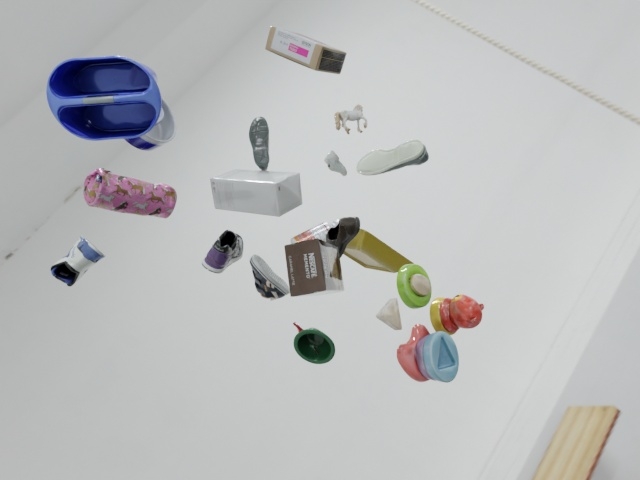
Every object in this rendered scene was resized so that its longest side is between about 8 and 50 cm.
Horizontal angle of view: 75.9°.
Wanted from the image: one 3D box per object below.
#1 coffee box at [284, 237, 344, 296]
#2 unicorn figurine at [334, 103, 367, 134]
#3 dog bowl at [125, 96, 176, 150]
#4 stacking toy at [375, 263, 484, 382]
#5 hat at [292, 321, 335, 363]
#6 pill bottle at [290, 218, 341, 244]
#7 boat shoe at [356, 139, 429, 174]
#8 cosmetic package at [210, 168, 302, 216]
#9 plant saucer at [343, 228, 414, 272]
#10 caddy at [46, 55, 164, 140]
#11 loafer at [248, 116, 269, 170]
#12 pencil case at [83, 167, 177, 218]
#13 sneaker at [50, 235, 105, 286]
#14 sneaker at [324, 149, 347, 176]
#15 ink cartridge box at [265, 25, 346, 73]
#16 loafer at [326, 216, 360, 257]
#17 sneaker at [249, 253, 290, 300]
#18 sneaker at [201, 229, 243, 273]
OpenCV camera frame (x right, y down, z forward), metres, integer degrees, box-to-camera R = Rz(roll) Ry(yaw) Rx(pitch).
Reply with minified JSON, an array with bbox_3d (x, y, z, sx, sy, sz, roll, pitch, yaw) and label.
[{"bbox_3d":[-0.010,0.083,1.162,0.098,0.141,0.246,-11,-8,13],"label":"coffee box"},{"bbox_3d":[0.119,-0.435,1.455,0.161,0.111,0.060,-6,-18,-37],"label":"unicorn figurine"},{"bbox_3d":[-0.762,-0.528,1.774,0.104,0.265,0.265,-20,7,27],"label":"dog bowl"},{"bbox_3d":[0.317,0.212,1.128,0.130,0.280,0.309,-21,22,47],"label":"stacking toy"},{"bbox_3d":[-0.020,0.409,1.796,0.173,0.208,0.183,-58,1,25],"label":"hat"},{"bbox_3d":[0.000,0.000,1.617,0.216,0.121,0.121,-26,-16,-10],"label":"pill bottle"},{"bbox_3d":[0.298,-0.326,1.712,0.099,0.319,0.116,26,-119,-45],"label":"boat shoe"},{"bbox_3d":[-0.284,-0.220,1.820,0.197,0.365,0.155,-34,-53,-51],"label":"cosmetic package"},{"bbox_3d":[0.209,0.055,1.910,0.332,0.332,0.081,5,65,61],"label":"plant saucer"},{"bbox_3d":[-0.665,-0.446,1.293,0.179,0.340,0.242,-99,5,-69],"label":"caddy"},{"bbox_3d":[-0.285,-0.453,1.940,0.084,0.096,0.268,90,175,-71],"label":"loafer"},{"bbox_3d":[-0.859,-0.209,1.882,0.386,0.160,0.167,11,-59,-50],"label":"pencil case"},{"bbox_3d":[-1.000,0.085,1.670,0.182,0.127,0.315,-47,21,-24],"label":"sneaker"},{"bbox_3d":[0.062,-0.316,1.735,0.061,0.054,0.152,-41,-41,4],"label":"sneaker"},{"bbox_3d":[-0.051,-0.698,1.510,0.193,0.234,0.088,-28,-35,-57],"label":"ink cartridge box"},{"bbox_3d":[0.049,-0.009,1.335,0.220,0.078,0.080,123,153,-43],"label":"loafer"},{"bbox_3d":[-0.279,0.203,2.049,0.127,0.126,0.321,-33,-49,5],"label":"sneaker"},{"bbox_3d":[-0.331,0.013,1.522,0.124,0.107,0.283,-59,5,20],"label":"sneaker"}]
